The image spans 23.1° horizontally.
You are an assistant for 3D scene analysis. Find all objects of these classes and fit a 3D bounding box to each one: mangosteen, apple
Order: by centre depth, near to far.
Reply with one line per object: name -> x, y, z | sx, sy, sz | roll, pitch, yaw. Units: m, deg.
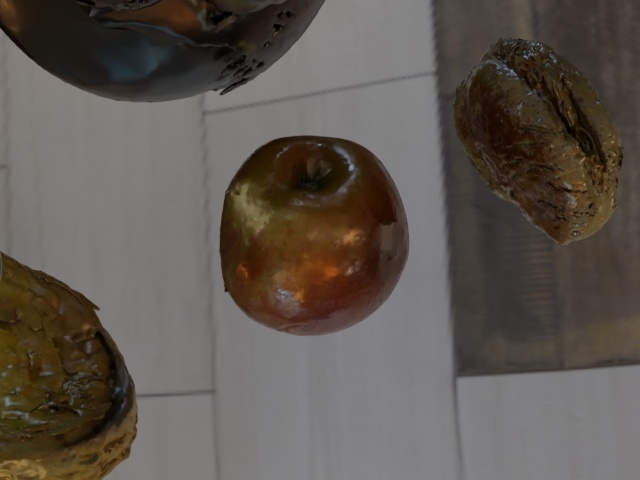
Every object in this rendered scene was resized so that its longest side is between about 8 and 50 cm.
apple -> 0.000, 0.000, 1.431 | 0.160, 0.195, 0.173 | 28, 138, 22
mangosteen -> -0.148, -0.326, 1.488 | 0.421, 0.380, 0.381 | 144, 117, -65

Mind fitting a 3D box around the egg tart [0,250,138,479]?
egg tart -> -0.294, 0.118, 1.289 | 0.291, 0.290, 0.107 | 52, 126, 23

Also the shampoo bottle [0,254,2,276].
shampoo bottle -> -0.132, -0.012, 0.482 | 0.056, 0.056, 0.195 | -31, 72, 26

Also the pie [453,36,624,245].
pie -> 0.189, -0.084, 1.395 | 0.193, 0.079, 0.163 | 51, 150, 22
